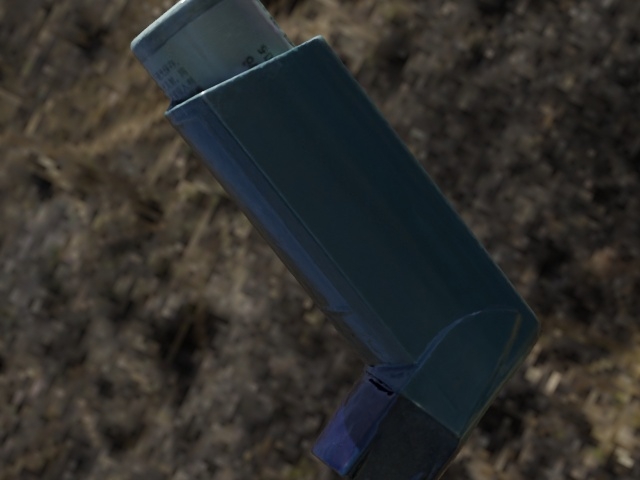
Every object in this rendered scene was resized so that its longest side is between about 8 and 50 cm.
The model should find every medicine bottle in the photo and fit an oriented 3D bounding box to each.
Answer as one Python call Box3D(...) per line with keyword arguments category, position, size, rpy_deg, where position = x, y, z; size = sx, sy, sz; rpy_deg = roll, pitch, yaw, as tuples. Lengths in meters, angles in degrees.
Box3D(category="medicine bottle", position=(0.000, 0.000, 0.902), size=(0.124, 0.258, 0.079), rpy_deg=(-36, 6, -6))
